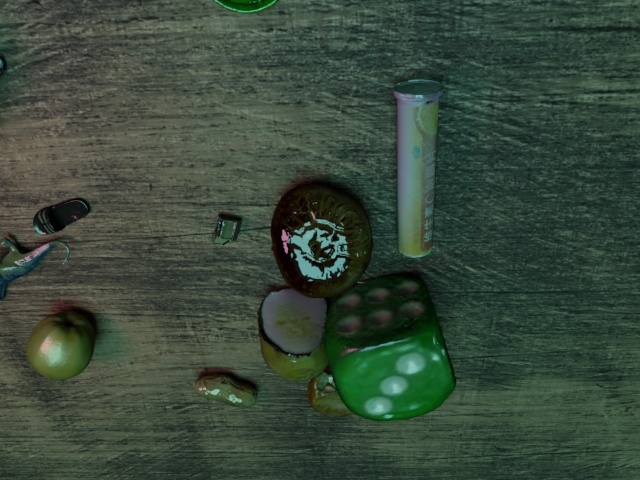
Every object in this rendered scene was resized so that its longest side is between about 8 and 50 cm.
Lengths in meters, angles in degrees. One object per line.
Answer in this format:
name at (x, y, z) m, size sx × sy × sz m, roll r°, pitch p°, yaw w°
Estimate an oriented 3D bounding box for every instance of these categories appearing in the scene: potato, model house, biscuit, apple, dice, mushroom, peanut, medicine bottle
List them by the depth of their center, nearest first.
medicine bottle at (0.230, -0.157, 1.222) m, size 0.108 × 0.108 × 0.426 m, roll -3°, pitch 124°, yaw 5°
mushroom at (-0.008, 0.005, 1.280) m, size 0.278 × 0.163 × 0.297 m, roll -17°, pitch 100°, yaw 15°
model house at (-0.249, -0.023, 1.361) m, size 0.058 × 0.057 × 0.083 m, roll 6°, pitch 106°, yaw -32°
dice at (0.189, 0.287, 1.392) m, size 0.297 × 0.287 × 0.300 m, roll -16°, pitch 121°, yaw 13°
potato at (-0.067, 0.300, 1.482) m, size 0.229 × 0.229 × 0.266 m, roll 2°, pitch 138°, yaw 2°
apple at (-0.766, 0.310, 1.518) m, size 0.200 × 0.200 × 0.200 m, roll 1°, pitch 122°, yaw 2°
biscuit at (0.086, 0.478, 1.617) m, size 0.274 × 0.091 × 0.213 m, roll 3°, pitch 138°, yaw -19°
peanut at (-0.306, 0.490, 1.662) m, size 0.214 × 0.099 × 0.099 m, roll 28°, pitch 120°, yaw -12°

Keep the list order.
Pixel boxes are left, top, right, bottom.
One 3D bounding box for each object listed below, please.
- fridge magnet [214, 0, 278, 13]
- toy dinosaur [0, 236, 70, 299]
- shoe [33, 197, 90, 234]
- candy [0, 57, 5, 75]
fridge magnet at (-0.151, -0.551, 0.993) m, size 0.208 × 0.088 × 0.208 m, roll 1°, pitch 122°, yaw 2°
toy dinosaur at (-0.867, 0.068, 1.435) m, size 0.363 × 0.076 × 0.147 m, roll -29°, pitch 136°, yaw 21°
shoe at (-0.699, -0.058, 1.358) m, size 0.179 × 0.049 × 0.071 m, roll -20°, pitch 118°, yaw 15°
candy at (-0.827, -0.417, 1.139) m, size 0.226 × 0.051 × 0.094 m, roll 20°, pitch 111°, yaw -12°
